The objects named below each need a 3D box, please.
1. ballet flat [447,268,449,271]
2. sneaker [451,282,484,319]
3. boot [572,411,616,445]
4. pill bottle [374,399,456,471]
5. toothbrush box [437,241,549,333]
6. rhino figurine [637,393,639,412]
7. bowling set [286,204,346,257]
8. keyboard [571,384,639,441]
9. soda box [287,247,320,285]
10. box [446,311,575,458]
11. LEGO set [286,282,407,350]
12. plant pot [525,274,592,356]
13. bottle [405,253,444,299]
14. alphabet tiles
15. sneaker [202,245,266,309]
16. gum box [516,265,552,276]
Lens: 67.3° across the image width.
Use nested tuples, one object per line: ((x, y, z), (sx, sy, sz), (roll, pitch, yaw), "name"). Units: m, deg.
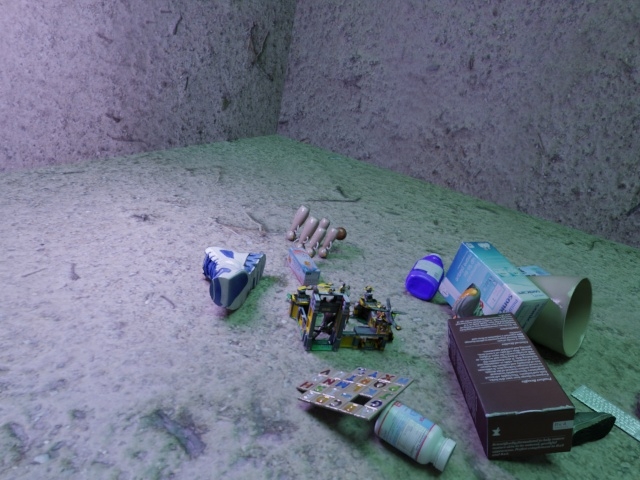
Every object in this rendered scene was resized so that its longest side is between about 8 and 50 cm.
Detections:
((0.622, 0.135, 1.876), (0.247, 0.083, 0.087), (-7, 33, -7), "ballet flat")
((0.460, 0.227, 1.423), (0.121, 0.262, 0.099), (36, 68, 29), "sneaker")
((0.626, 0.428, 1.257), (0.189, 0.076, 0.208), (3, 18, -25), "boot")
((0.204, 0.419, 1.033), (0.160, 0.087, 0.087), (25, 26, 27), "pill bottle")
((0.544, 0.174, 1.548), (0.126, 0.216, 0.296), (-2, 37, -28), "toothbrush box")
((0.962, 0.446, 1.359), (0.106, 0.073, 0.243), (30, 27, 30), "rhino figurine")
((0.000, 0.000, 1.878), (0.199, 0.154, 0.287), (22, 16, -25), "bowling set")
((0.805, 0.479, 1.281), (0.072, 0.014, 0.256), (-7, 29, -37), "keyboard")
((-0.062, 0.091, 1.691), (0.058, 0.063, 0.183), (1, 25, -24), "soda box")
((0.456, 0.344, 1.208), (0.191, 0.143, 0.381), (-7, 22, 5), "box")
((0.070, 0.181, 1.382), (0.331, 0.192, 0.255), (9, 23, -8), "LEGO set")
((0.708, 0.217, 1.589), (0.256, 0.257, 0.274), (-12, 17, -44), "plant pot")
((0.402, 0.124, 1.802), (0.118, 0.092, 0.283), (25, 25, 14), "bottle")
((0.068, 0.345, 1.127), (0.237, 0.009, 0.198), (2, 13, 39), "alphabet tiles")
((-0.301, 0.106, 1.490), (0.182, 0.128, 0.315), (12, 16, 9), "sneaker")
((0.804, 0.148, 1.914), (0.184, 0.041, 0.157), (-5, 13, 0), "gum box")
